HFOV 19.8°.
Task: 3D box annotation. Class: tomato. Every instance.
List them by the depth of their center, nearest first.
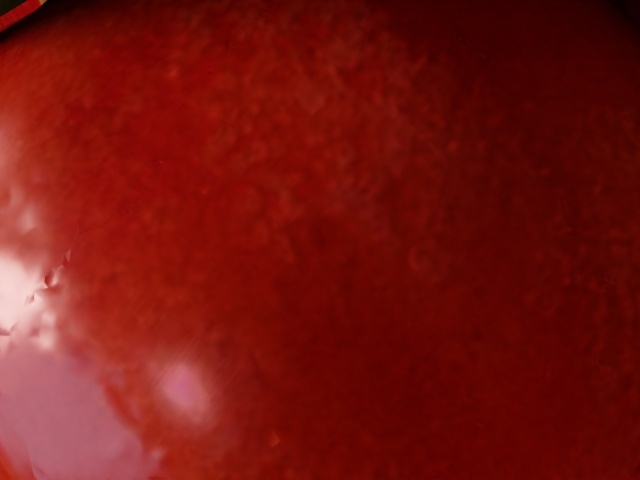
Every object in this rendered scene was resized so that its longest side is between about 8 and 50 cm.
[{"bbox_3d":[-0.003,0.016,0.690,0.290,0.293,0.325,53,178,-9],"label":"tomato"}]

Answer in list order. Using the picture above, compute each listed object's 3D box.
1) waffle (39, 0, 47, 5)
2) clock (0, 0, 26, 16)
[{"bbox_3d":[-0.135,-0.182,1.240,0.168,0.057,0.274,26,151,33],"label":"waffle"},{"bbox_3d":[-0.152,-0.197,0.525,0.255,0.106,0.220,57,174,-2],"label":"clock"}]
